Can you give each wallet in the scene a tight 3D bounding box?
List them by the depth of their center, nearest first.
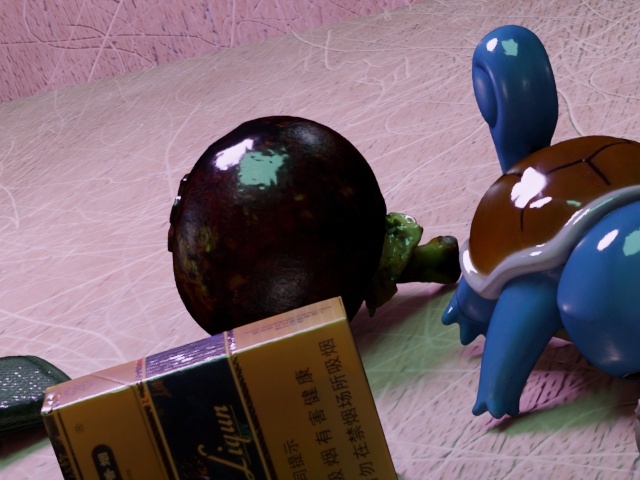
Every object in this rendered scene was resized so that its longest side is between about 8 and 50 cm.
[{"bbox_3d":[-0.356,0.163,1.876,0.236,0.055,0.160,-13,12,-27],"label":"wallet"}]

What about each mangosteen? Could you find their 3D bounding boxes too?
[{"bbox_3d":[0.000,0.000,1.857,0.289,0.231,0.231,7,13,-9],"label":"mangosteen"}]

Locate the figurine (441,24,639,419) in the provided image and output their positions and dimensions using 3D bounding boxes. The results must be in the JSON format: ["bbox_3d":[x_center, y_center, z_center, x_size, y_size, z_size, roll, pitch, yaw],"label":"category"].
[{"bbox_3d":[0.232,0.002,1.626,0.298,0.243,0.416,-11,35,-12],"label":"figurine"}]

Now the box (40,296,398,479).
[{"bbox_3d":[-0.073,0.152,1.485,0.237,0.152,0.070,-17,15,-2],"label":"box"}]

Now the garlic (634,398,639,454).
[{"bbox_3d":[0.298,0.077,1.270,0.152,0.228,0.228,27,24,3],"label":"garlic"}]
